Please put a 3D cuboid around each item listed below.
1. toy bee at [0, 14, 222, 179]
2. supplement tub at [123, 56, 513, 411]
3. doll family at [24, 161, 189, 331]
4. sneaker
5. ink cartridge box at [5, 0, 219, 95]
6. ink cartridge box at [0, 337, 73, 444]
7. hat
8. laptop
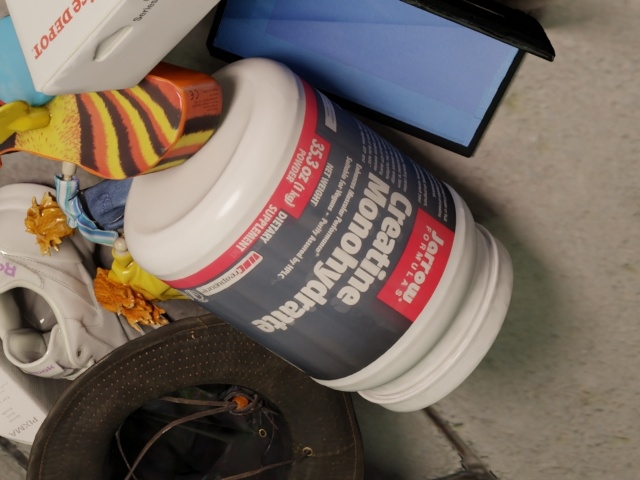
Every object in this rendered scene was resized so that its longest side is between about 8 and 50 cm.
[{"bbox_3d":[-0.214,-0.107,1.473,0.195,0.298,0.162,-2,119,-39],"label":"toy bee"},{"bbox_3d":[0.000,0.000,1.502,0.272,0.191,0.191,34,139,-28],"label":"supplement tub"},{"bbox_3d":[-0.159,-0.012,1.621,0.163,0.118,0.263,-12,130,31],"label":"doll family"},{"bbox_3d":[-0.226,0.092,1.742,0.114,0.152,0.305,-12,132,29],"label":"sneaker"},{"bbox_3d":[-0.158,-0.224,1.311,0.087,0.208,0.153,-6,158,-40],"label":"ink cartridge box"},{"bbox_3d":[-0.273,0.132,1.786,0.056,0.181,0.225,-31,124,6],"label":"ink cartridge box"},{"bbox_3d":[-0.123,0.177,1.697,0.331,0.134,0.331,-11,123,-17],"label":"hat"},{"bbox_3d":[0.031,-0.138,1.387,0.234,0.264,0.137,21,104,-3],"label":"laptop"}]
